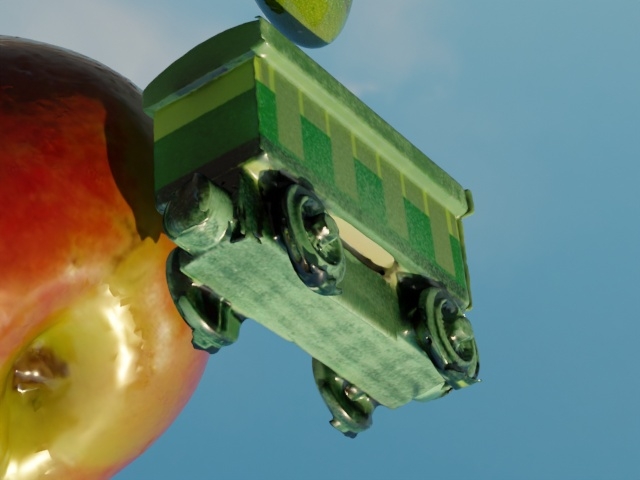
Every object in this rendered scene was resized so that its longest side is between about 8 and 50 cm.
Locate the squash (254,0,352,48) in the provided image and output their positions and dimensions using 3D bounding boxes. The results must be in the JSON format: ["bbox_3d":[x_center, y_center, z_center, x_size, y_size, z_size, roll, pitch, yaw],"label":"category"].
[{"bbox_3d":[-0.038,-0.234,0.993,0.082,0.292,0.082,-10,-123,15],"label":"squash"}]

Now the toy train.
[{"bbox_3d":[0.000,0.000,0.994,0.301,0.120,0.202,35,-140,-45],"label":"toy train"}]

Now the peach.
[{"bbox_3d":[-0.264,0.019,1.106,0.388,0.388,0.388,11,-152,-6],"label":"peach"}]
